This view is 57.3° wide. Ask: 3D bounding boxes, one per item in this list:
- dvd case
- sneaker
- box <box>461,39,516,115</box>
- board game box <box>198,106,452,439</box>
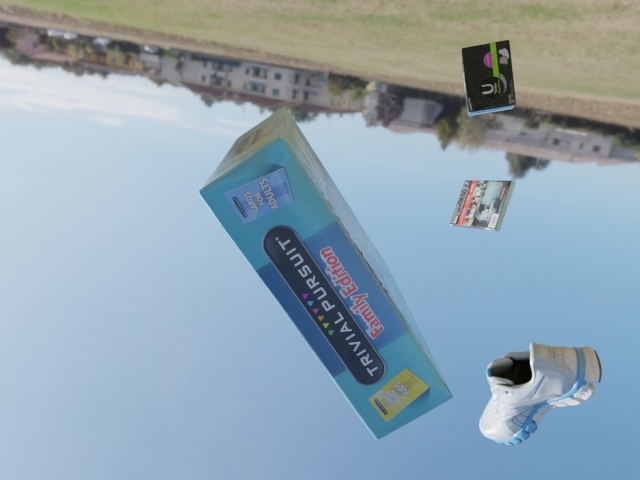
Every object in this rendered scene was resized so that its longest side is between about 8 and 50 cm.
[{"bbox_3d":[0.274,-0.061,0.997,0.013,0.087,0.119,21,176,-24],"label":"dvd case"},{"bbox_3d":[0.209,0.158,0.632,0.082,0.191,0.071,17,-133,-6],"label":"sneaker"},{"bbox_3d":[0.220,-0.212,0.771,0.062,0.083,0.052,-7,-175,14],"label":"box"},{"bbox_3d":[0.000,0.000,0.606,0.079,0.254,0.336,-32,-165,7],"label":"board game box"}]
